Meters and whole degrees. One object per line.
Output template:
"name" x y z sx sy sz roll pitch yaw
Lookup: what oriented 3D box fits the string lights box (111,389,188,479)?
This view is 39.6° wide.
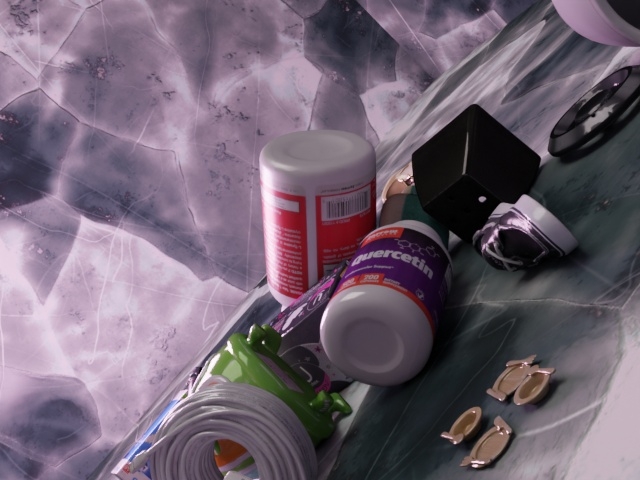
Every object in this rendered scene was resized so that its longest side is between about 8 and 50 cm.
"string lights box" -0.371 0.508 2.175 0.260 0.133 0.077 -50 10 -24

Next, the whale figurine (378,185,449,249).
"whale figurine" 0.200 -0.004 1.828 0.272 0.141 0.216 11 -95 -76

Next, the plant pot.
"plant pot" 0.290 -0.111 1.706 0.187 0.188 0.167 -39 22 40

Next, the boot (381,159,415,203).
"boot" 0.270 -0.179 2.489 0.213 0.077 0.165 -45 9 -10

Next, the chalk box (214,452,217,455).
"chalk box" -0.184 0.365 1.938 0.213 0.132 0.132 -45 7 -1

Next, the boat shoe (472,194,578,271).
"boat shoe" 0.294 0.001 1.345 0.102 0.108 0.301 -46 5 -1

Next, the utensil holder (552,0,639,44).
"utensil holder" 0.585 -0.501 1.566 0.327 0.327 0.385 -44 6 12

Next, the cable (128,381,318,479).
"cable" -0.130 0.342 1.337 0.257 0.257 0.089 -51 -7 20

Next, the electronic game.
"electronic game" 0.507 -0.237 1.625 0.229 0.048 0.229 -45 6 6

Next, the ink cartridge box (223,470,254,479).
"ink cartridge box" -0.121 0.426 1.073 0.172 0.100 0.237 -57 -13 -53

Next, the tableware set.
"tableware set" 0.214 0.201 1.066 0.169 0.020 0.141 -47 8 -10

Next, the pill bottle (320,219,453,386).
"pill bottle" 0.124 0.089 1.509 0.181 0.181 0.323 -41 10 31

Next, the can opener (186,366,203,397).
"can opener" -0.256 0.310 1.878 0.073 0.059 0.186 -44 7 10

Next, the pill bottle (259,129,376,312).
"pill bottle" 0.000 0.000 1.802 0.229 0.229 0.408 -59 -28 -59

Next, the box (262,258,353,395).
"box" 0.011 0.186 1.683 0.247 0.163 0.142 -41 13 34

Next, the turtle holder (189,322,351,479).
"turtle holder" -0.111 0.285 1.529 0.227 0.243 0.320 -47 8 -1
